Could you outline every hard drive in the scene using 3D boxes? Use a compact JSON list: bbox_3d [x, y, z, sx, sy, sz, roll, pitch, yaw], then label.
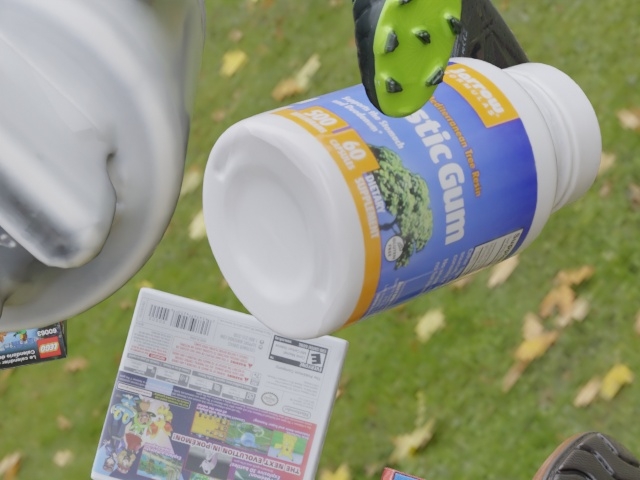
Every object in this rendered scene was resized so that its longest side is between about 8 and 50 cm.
[{"bbox_3d":[0.118,-0.128,1.382,0.054,0.254,0.172,-1,68,28],"label":"hard drive"}]

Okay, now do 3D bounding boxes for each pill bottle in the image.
[{"bbox_3d":[0.067,-0.042,1.114,0.272,0.152,0.152,-21,-8,-37],"label":"pill bottle"}]

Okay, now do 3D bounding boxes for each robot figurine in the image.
[{"bbox_3d":[-0.163,-0.089,0.839,0.300,0.200,0.353,-34,24,16],"label":"robot figurine"}]

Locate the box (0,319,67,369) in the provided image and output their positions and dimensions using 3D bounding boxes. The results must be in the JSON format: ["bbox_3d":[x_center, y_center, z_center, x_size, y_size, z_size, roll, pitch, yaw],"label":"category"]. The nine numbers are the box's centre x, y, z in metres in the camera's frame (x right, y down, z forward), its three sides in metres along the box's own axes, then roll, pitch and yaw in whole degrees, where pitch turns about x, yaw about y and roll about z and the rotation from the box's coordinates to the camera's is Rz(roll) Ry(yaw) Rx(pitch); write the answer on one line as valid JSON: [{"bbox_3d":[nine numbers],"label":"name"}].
[{"bbox_3d":[-0.281,0.038,1.260,0.159,0.044,0.233,-10,23,-5],"label":"box"}]

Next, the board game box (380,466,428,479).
[{"bbox_3d":[0.154,0.262,1.089,0.027,0.281,0.145,174,114,-76],"label":"board game box"}]

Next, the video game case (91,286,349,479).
[{"bbox_3d":[-0.092,0.155,1.466,0.023,0.201,0.183,28,-103,-80],"label":"video game case"}]

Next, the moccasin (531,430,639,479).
[{"bbox_3d":[0.230,0.350,1.626,0.147,0.139,0.380,-50,11,50],"label":"moccasin"}]

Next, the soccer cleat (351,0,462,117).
[{"bbox_3d":[0.038,-0.157,0.876,0.072,0.060,0.179,29,125,55],"label":"soccer cleat"}]
